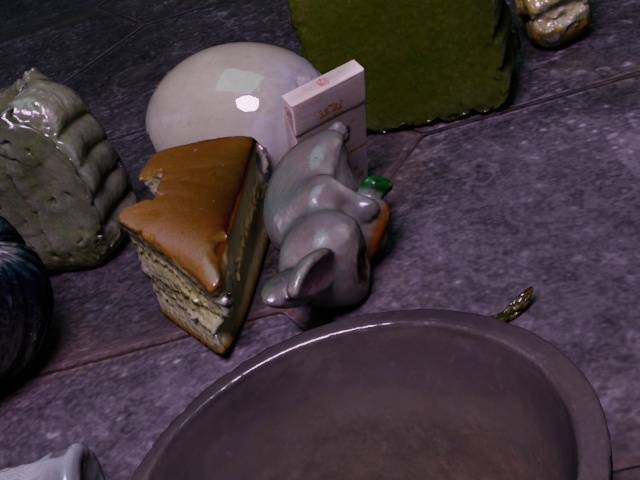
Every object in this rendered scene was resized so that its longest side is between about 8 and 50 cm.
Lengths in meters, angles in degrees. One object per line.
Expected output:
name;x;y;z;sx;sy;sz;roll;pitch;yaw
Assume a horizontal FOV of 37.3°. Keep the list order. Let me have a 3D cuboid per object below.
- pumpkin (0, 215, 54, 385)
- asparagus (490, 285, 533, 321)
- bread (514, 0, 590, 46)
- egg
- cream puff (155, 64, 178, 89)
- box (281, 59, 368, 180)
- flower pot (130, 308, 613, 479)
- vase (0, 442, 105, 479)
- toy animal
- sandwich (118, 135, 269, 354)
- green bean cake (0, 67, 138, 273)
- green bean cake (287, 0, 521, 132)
pumpkin;-0.367;0.051;0.918;0.162;0.220;0.220;-52;26;14
asparagus;0.118;0.086;0.774;0.163;0.016;0.016;-33;6;-23
bread;0.305;-0.299;1.226;0.103;0.156;0.110;-18;61;17
egg;-0.101;-0.140;1.100;0.217;0.183;0.183;12;40;20
cream puff;-0.138;-0.178;1.262;0.165;0.115;0.150;9;46;26
box;0.008;-0.108;1.012;0.090;0.167;0.024;-30;56;-17
flower pot;0.035;0.178;0.521;0.269;0.166;0.269;-15;33;10
vase;-0.276;0.216;0.719;0.219;0.096;0.096;-15;30;3
toy animal;0.000;0.003;0.891;0.125;0.127;0.251;21;36;-6
sandwich;-0.121;0.006;0.940;0.128;0.122;0.236;-9;31;14
green bean cake;-0.343;-0.071;1.099;0.227;0.222;0.125;-10;30;23
green bean cake;0.098;-0.271;1.137;0.247;0.250;0.156;-9;32;19
